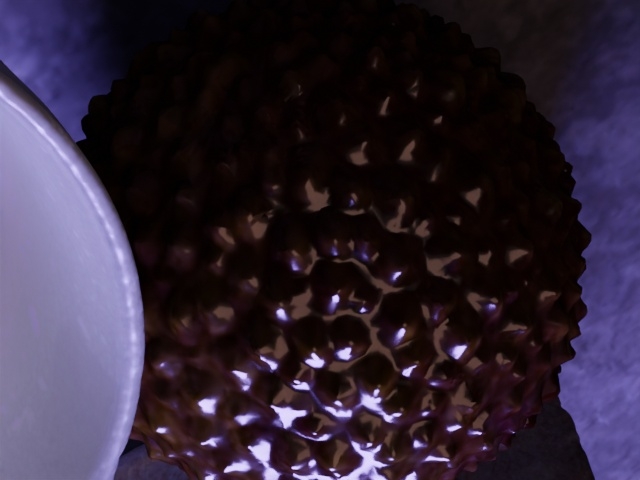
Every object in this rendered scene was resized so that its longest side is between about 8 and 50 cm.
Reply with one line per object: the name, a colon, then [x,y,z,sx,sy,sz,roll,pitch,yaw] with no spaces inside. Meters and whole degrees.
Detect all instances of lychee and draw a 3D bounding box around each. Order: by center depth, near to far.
lychee: [0.000,0.000,0.615,0.188,0.188,0.188,-15,131,-17]

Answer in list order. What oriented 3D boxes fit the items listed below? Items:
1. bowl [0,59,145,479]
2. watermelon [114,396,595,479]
bowl: [-0.202,0.014,0.532,0.277,0.145,0.277,-14,130,-18]
watermelon: [0.031,0.170,0.761,0.193,0.310,0.232,-17,94,-15]
